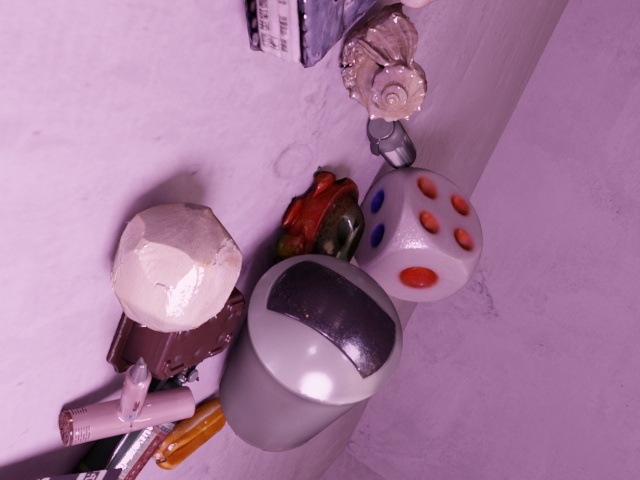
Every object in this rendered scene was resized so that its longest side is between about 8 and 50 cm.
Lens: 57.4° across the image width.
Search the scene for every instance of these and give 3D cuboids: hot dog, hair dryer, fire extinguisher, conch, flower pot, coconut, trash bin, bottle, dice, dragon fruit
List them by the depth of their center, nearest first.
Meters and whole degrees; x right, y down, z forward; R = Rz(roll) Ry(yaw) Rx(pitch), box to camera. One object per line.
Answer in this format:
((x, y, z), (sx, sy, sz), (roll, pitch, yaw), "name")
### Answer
((-0.186, 0.028, 0.762), (0.161, 0.161, 0.162), (-20, 135, -61), "coconut")
((-0.246, 0.211, 0.836), (0.195, 0.053, 0.220), (-1, 143, -40), "hair dryer")
((-0.213, 0.138, 0.952), (0.251, 0.084, 0.178), (-12, 129, -64), "flower pot")
((-0.292, 0.305, 0.980), (0.294, 0.093, 0.118), (-53, 156, -18), "fire extinguisher")
((0.117, -0.318, 1.018), (0.178, 0.163, 0.245), (-56, -163, 38), "conch")
((-0.034, 0.224, 1.117), (0.280, 0.280, 0.432), (-43, 170, -38), "trash bin")
((-0.269, 0.396, 1.212), (0.236, 0.062, 0.092), (-18, 135, -65), "hot dog")
((0.000, 0.000, 1.222), (0.295, 0.130, 0.268), (-59, 165, -3), "dragon fruit")
((0.164, -0.222, 1.359), (0.096, 0.080, 0.254), (-64, 161, 2), "bottle")
((0.240, -0.011, 1.462), (0.243, 0.259, 0.251), (-42, -145, 46), "dice")

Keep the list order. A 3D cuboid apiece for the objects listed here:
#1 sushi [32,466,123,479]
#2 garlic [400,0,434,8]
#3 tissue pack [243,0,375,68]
((-0.420, 0.396, 0.830), (0.215, 0.051, 0.192), (15, 105, -49), "sushi")
((0.178, -0.501, 0.932), (0.199, 0.199, 0.225), (97, 0, -48), "garlic")
((0.008, -0.414, 0.657), (0.259, 0.122, 0.361), (-51, 157, -32), "tissue pack")
